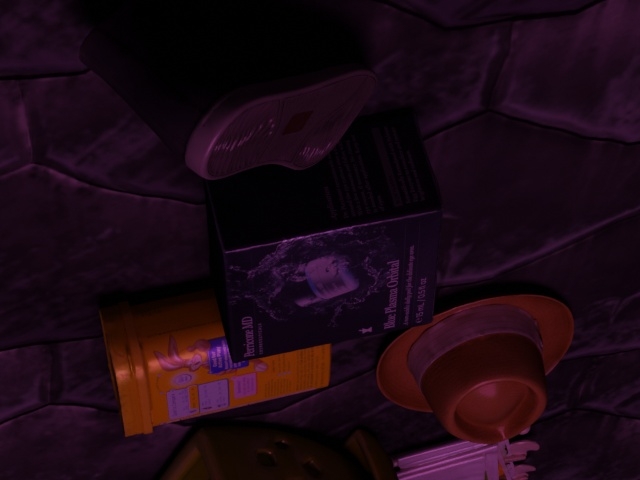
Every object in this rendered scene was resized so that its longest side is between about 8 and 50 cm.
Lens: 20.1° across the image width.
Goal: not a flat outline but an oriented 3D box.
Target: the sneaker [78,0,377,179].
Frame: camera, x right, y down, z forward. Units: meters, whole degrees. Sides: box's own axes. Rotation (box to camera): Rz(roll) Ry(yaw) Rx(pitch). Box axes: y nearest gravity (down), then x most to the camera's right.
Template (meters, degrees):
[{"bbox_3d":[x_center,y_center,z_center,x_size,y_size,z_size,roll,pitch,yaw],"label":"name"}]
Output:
[{"bbox_3d":[-0.051,-0.108,1.150,0.083,0.118,0.222,-56,162,20],"label":"sneaker"}]

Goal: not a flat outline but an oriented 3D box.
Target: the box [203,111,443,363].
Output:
[{"bbox_3d":[0.000,0.000,1.306,0.158,0.093,0.156,-11,147,-7],"label":"box"}]

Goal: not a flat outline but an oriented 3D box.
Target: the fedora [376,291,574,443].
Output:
[{"bbox_3d":[0.142,0.121,1.559,0.194,0.079,0.194,-12,148,-7],"label":"fedora"}]

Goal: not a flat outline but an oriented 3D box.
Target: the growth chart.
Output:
[{"bbox_3d":[0.129,0.252,1.802,0.172,0.021,0.237,-11,147,-9],"label":"growth chart"}]

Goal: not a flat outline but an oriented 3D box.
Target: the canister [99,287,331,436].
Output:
[{"bbox_3d":[-0.080,0.086,1.417,0.170,0.073,0.126,-12,147,-9],"label":"canister"}]

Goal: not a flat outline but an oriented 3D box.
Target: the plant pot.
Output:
[{"bbox_3d":[-0.029,0.307,1.639,0.207,0.228,0.227,-3,146,-32],"label":"plant pot"}]
